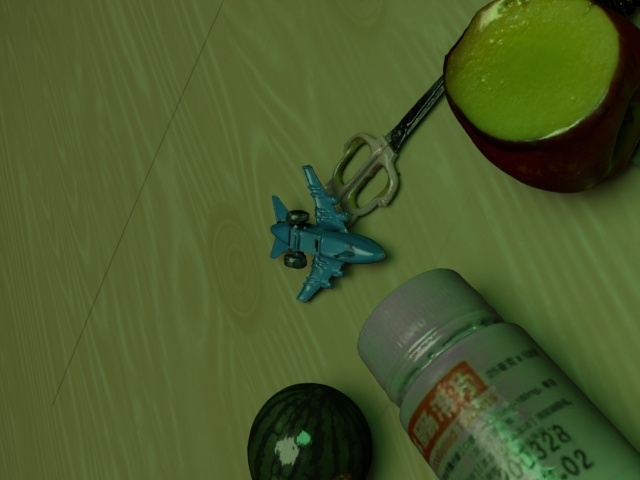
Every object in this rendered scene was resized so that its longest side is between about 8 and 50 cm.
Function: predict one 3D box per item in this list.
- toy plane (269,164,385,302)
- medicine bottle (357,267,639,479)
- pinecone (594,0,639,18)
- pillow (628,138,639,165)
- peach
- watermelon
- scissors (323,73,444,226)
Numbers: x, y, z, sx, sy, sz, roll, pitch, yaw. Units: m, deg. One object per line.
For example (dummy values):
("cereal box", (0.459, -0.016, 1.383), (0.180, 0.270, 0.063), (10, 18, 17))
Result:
("toy plane", (0.000, 0.000, 1.331), (0.271, 0.105, 0.254), (18, 110, 49))
("medicine bottle", (0.231, 0.232, 1.005), (0.219, 0.219, 0.388), (-54, 53, 22))
("pinecone", (0.391, -0.367, 1.026), (0.121, 0.140, 0.140), (-47, 51, -6))
("pillow", (0.506, -0.113, 0.932), (0.229, 0.050, 0.148), (42, 104, 38))
("peach", (0.294, -0.193, 1.009), (0.248, 0.245, 0.274), (-38, 58, -18))
("watermelon", (-0.017, 0.337, 1.224), (0.212, 0.212, 0.212), (-8, 77, 41))
("scissors", (0.121, -0.164, 1.302), (0.317, 0.024, 0.160), (-48, 54, 27))
